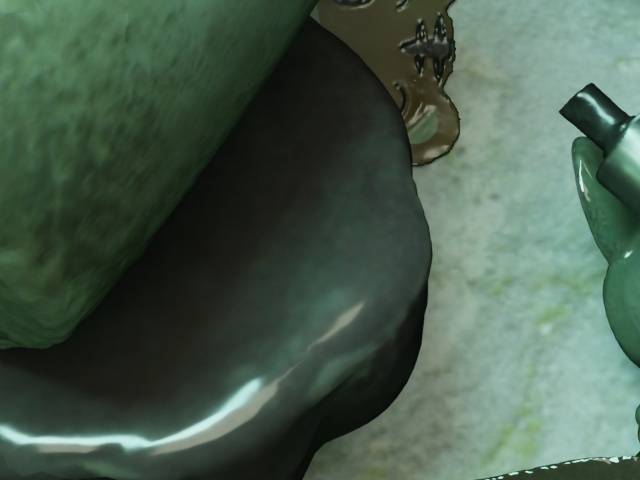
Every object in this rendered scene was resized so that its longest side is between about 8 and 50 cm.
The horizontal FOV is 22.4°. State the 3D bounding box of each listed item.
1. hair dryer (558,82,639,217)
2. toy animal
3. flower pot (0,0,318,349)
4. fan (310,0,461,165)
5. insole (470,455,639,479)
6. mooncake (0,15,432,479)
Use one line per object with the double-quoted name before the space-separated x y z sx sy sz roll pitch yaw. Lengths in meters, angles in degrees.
"hair dryer" 0.285 -0.002 0.756 0.320 0.156 0.284 -22 78 -37
"toy animal" 0.207 0.054 0.838 0.138 0.108 0.236 -20 68 -8
"flower pot" -0.126 -0.147 0.647 0.293 0.293 0.330 22 69 7
"fan" -0.027 -0.118 0.942 0.227 0.008 0.152 3 72 -1
"insole" 0.103 0.162 0.790 0.328 0.007 0.111 -4 90 17
"mooncake" -0.087 0.000 0.805 0.306 0.154 0.306 -2 64 4
